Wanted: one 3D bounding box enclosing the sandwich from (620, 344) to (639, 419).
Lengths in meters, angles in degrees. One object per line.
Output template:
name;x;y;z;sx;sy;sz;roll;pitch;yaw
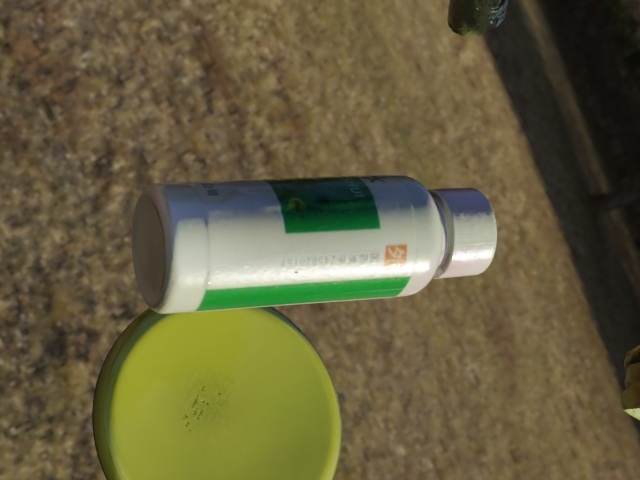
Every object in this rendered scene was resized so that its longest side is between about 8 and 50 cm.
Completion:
sandwich;0.516;0.163;1.467;0.249;0.273;0.095;25;58;-28

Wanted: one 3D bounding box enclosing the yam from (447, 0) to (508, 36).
yam;0.108;-0.175;0.837;0.094;0.043;0.043;90;-14;-56

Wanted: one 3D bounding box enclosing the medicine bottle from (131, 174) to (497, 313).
medicine bottle;0.000;0.000;0.907;0.260;0.095;0.095;-1;55;-24

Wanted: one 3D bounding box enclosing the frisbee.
frisbee;-0.083;0.155;1.090;0.236;0.017;0.235;10;69;-26
